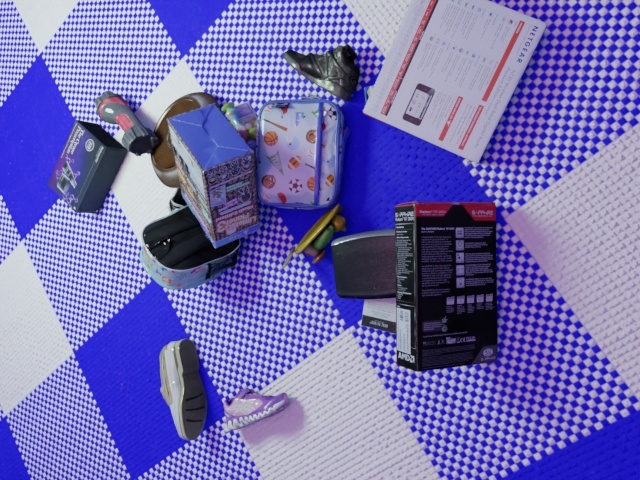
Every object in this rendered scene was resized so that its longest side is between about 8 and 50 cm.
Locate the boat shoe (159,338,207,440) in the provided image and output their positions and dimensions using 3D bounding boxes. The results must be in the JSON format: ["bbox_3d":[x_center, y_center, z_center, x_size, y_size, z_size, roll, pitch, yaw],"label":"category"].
[{"bbox_3d":[-0.429,0.462,1.785,0.103,0.113,0.302,-17,72,29],"label":"boat shoe"}]

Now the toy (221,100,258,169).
[{"bbox_3d":[-0.210,-0.296,1.636,0.237,0.136,0.056,58,157,18],"label":"toy"}]

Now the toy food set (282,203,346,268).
[{"bbox_3d":[0.000,0.000,1.550,0.071,0.128,0.218,40,110,-9],"label":"toy food set"}]

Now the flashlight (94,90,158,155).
[{"bbox_3d":[-0.624,-0.368,1.831,0.103,0.103,0.304,-54,50,15],"label":"flashlight"}]

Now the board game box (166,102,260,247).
[{"bbox_3d":[-0.282,-0.171,1.550,0.232,0.141,0.291,52,155,32],"label":"board game box"}]

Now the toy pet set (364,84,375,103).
[{"bbox_3d":[0.177,-0.368,1.480,0.114,0.065,0.122,-16,85,-7],"label":"toy pet set"}]

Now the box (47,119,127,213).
[{"bbox_3d":[-0.798,-0.249,1.977,0.184,0.103,0.261,38,107,20],"label":"box"}]

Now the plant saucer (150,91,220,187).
[{"bbox_3d":[-0.422,-0.313,1.748,0.310,0.050,0.311,-14,67,35],"label":"plant saucer"}]

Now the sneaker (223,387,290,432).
[{"bbox_3d":[-0.196,0.472,1.666,0.236,0.095,0.105,-28,70,27],"label":"sneaker"}]

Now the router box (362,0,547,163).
[{"bbox_3d":[0.304,-0.390,1.345,0.301,0.082,0.336,27,103,11],"label":"router box"}]

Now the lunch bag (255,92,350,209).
[{"bbox_3d":[-0.047,-0.236,1.543,0.243,0.115,0.304,4,95,12],"label":"lunch bag"}]

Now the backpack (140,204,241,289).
[{"bbox_3d":[-0.389,0.027,1.670,0.225,0.253,0.191,46,136,19],"label":"backpack"}]

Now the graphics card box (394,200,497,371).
[{"bbox_3d":[0.288,0.099,1.316,0.094,0.232,0.371,-2,89,64],"label":"graphics card box"}]

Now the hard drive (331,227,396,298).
[{"bbox_3d":[0.145,0.059,1.422,0.254,0.054,0.172,-7,87,28],"label":"hard drive"}]

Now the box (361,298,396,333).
[{"bbox_3d":[0.175,0.106,1.473,0.100,0.060,0.244,10,95,28],"label":"box"}]

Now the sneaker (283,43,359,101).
[{"bbox_3d":[0.012,-0.477,1.542,0.227,0.087,0.130,34,104,21],"label":"sneaker"}]

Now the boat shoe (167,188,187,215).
[{"bbox_3d":[-0.424,-0.105,1.780,0.096,0.088,0.268,41,109,22],"label":"boat shoe"}]
